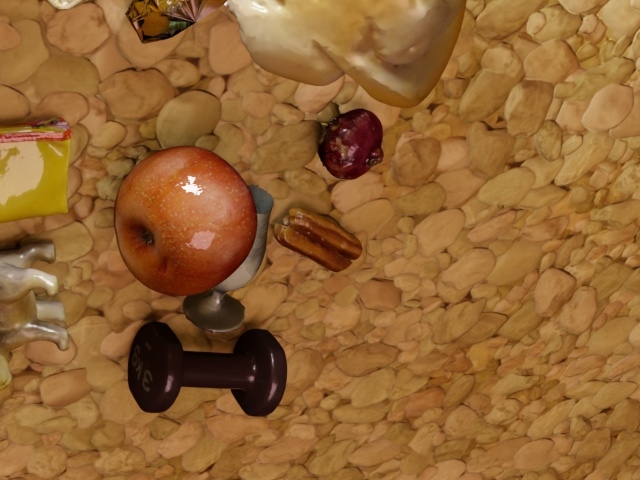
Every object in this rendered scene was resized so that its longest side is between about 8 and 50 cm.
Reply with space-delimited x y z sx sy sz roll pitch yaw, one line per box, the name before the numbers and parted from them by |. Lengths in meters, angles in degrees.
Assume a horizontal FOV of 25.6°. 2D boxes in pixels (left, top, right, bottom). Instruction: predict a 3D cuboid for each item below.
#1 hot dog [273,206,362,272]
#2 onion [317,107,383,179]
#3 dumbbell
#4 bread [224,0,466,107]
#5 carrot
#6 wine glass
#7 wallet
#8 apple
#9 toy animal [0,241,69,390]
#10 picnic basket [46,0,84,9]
hot dog | 0.000 0.000 2.117 0.071 0.045 0.165 -47 135 15
onion | 0.047 -0.134 1.980 0.107 0.097 0.107 -44 156 -26
dumbbell | -0.172 0.197 2.142 0.225 0.140 0.124 7 116 -32
bread | 0.052 -0.360 1.592 0.329 0.245 0.424 -24 139 -39
carrot | -0.130 -0.316 1.733 0.229 0.069 0.069 -29 138 -2
wine glass | -0.131 0.023 2.028 0.103 0.103 0.222 -2 130 -28
wallet | -0.437 -0.085 1.785 0.241 0.067 0.141 -9 129 -28
apple | -0.186 -0.023 1.873 0.162 0.201 0.201 -33 145 -36
toy animal | -0.428 0.106 1.935 0.169 0.121 0.233 2 127 -17
picnic basket | -0.288 -0.424 1.452 0.228 0.175 0.313 -34 138 4
